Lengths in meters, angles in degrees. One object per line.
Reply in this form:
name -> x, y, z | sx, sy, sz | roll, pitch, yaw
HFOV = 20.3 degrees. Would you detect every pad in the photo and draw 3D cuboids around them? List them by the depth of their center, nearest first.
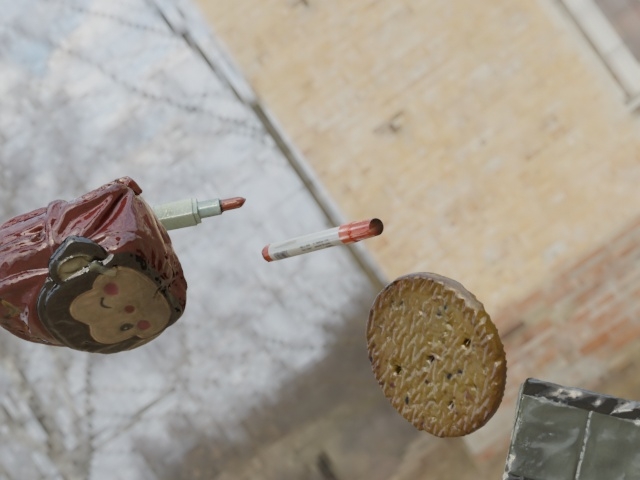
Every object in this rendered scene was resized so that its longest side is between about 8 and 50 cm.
pad -> 0.364, 0.284, 2.362 | 0.233, 0.174, 0.022 | 9, 0, 10

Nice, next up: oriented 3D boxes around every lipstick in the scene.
lipstick -> -0.165, -0.042, 2.459 | 0.129, 0.030, 0.030 | -11, -37, 5

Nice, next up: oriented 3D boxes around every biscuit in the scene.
biscuit -> 0.125, 0.124, 1.938 | 0.027, 0.188, 0.188 | -22, -12, -45

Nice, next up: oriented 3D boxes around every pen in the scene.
pen -> 0.000, 0.000, 2.355 | 0.028, 0.028, 0.239 | -31, 10, -37

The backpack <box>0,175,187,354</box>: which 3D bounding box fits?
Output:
backpack -> -0.267, 0.036, 1.963 | 0.229, 0.139, 0.229 | -6, -36, -4
